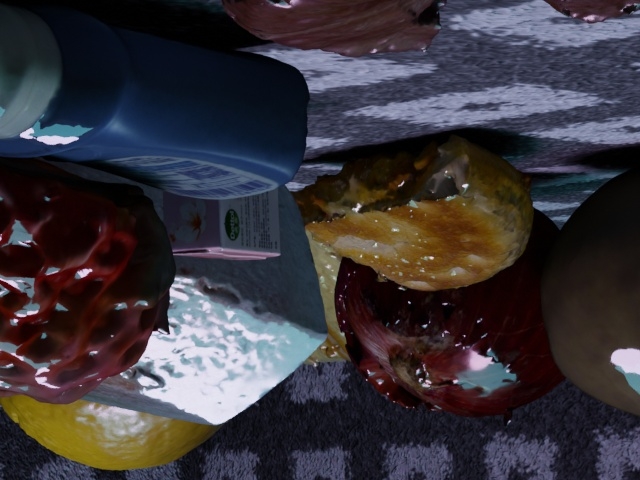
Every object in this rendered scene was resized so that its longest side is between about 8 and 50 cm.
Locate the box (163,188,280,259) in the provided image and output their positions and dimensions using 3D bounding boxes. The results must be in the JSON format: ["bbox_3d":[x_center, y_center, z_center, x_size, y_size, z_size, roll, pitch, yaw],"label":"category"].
[{"bbox_3d":[-0.065,-0.051,1.299,0.043,0.125,0.089,-4,174,24],"label":"box"}]

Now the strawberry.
[{"bbox_3d":[-0.256,0.001,1.181,0.336,0.149,0.265,17,-176,-25],"label":"strawberry"}]

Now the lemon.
[{"bbox_3d":[-0.194,0.081,1.927,0.297,0.297,0.297,-3,176,0],"label":"lemon"}]

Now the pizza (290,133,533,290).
[{"bbox_3d":[0.082,-0.031,1.819,0.226,0.086,0.335,9,164,3],"label":"pizza"}]

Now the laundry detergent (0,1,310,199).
[{"bbox_3d":[-0.125,-0.084,1.112,0.143,0.094,0.290,7,178,27],"label":"laundry detergent"}]

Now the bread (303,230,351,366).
[{"bbox_3d":[0.000,0.000,2.333,0.236,0.198,0.263,38,152,-27],"label":"bread"}]

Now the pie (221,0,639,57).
[{"bbox_3d":[0.057,-0.125,0.887,0.219,0.054,0.204,-6,175,32],"label":"pie"}]

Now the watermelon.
[{"bbox_3d":[-0.185,0.004,1.489,0.387,0.228,0.258,5,169,14],"label":"watermelon"}]

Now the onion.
[{"bbox_3d":[0.150,0.057,2.108,0.276,0.276,0.276,-3,176,0],"label":"onion"}]

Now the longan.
[{"bbox_3d":[0.370,0.051,1.948,0.350,0.288,0.288,3,172,-43],"label":"longan"}]
